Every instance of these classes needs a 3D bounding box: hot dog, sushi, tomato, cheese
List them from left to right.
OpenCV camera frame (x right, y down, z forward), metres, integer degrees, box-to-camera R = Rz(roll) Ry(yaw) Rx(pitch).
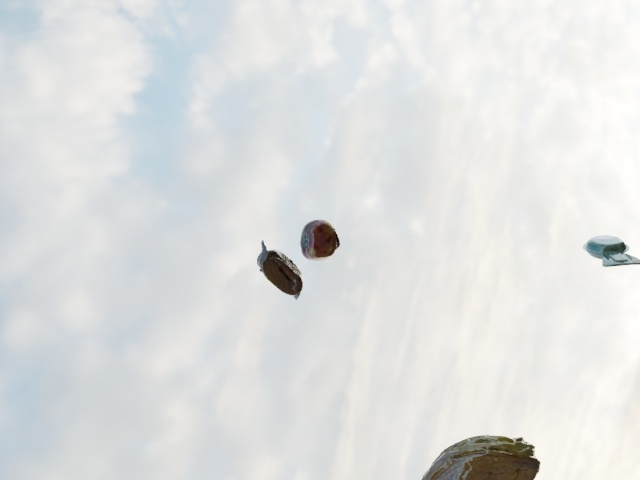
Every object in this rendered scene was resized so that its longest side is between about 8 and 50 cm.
[{"bbox_3d":[-0.074,0.054,1.542,0.120,0.055,0.052,41,-85,-13],"label":"sushi"},{"bbox_3d":[0.000,0.000,1.677,0.075,0.087,0.087,0,-78,-23],"label":"tomato"},{"bbox_3d":[0.280,0.452,1.503,0.196,0.122,0.272,17,-73,-25],"label":"hot dog"},{"bbox_3d":[0.430,0.015,1.248,0.120,0.067,0.026,-92,-4,-72],"label":"cheese"}]
